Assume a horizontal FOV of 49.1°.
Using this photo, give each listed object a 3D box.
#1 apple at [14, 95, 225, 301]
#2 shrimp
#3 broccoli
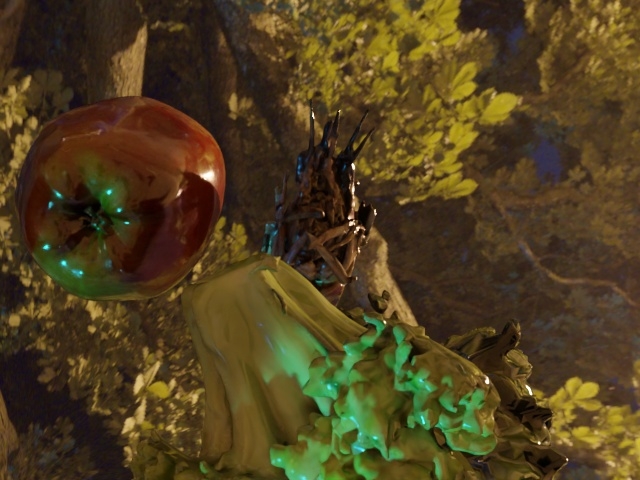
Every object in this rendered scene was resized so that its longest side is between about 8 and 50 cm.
[{"bbox_3d":[-0.212,-0.041,0.742,0.234,0.234,0.234,8,-112,-21],"label":"apple"},{"bbox_3d":[-0.004,-0.005,0.782,0.116,0.343,0.145,17,-137,5],"label":"shrimp"},{"bbox_3d":[-0.003,0.142,0.551,0.281,0.347,0.293,65,-164,-7],"label":"broccoli"}]
